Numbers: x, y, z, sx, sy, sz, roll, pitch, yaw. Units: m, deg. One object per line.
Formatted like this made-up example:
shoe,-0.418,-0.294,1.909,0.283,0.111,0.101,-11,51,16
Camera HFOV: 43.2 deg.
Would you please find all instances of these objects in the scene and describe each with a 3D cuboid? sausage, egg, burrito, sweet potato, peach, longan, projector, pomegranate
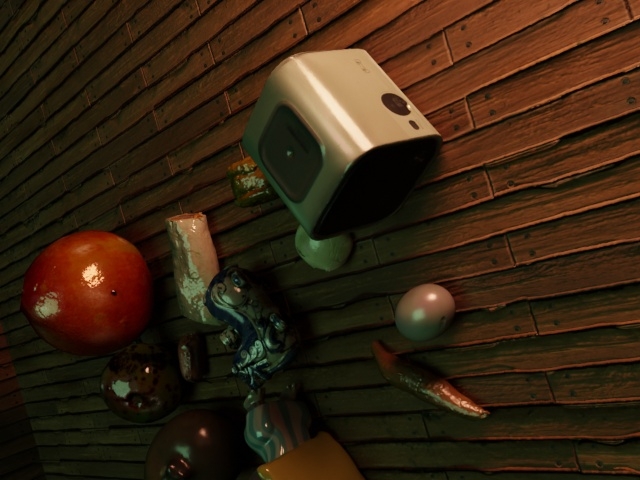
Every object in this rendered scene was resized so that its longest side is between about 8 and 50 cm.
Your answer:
sausage,-0.357,0.327,2.244,0.076,0.076,0.141,12,114,46
egg,0.197,0.138,1.530,0.135,0.103,0.103,-45,68,47
burrito,-0.324,0.076,2.104,0.143,0.105,0.299,-8,95,45
sweet potato,0.201,0.284,1.599,0.314,0.072,0.066,23,97,45
peach,-0.672,0.157,2.323,0.388,0.388,0.388,18,116,44
longan,-0.335,0.581,2.153,0.243,0.300,0.300,38,132,5
projector,0.035,-0.180,1.497,0.249,0.248,0.248,53,136,23
pomegranate,-0.502,0.413,2.361,0.242,0.306,0.242,-1,85,7

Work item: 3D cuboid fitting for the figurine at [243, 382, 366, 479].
figurine,-0.115,0.597,1.909,0.378,0.266,0.361,-55,48,33

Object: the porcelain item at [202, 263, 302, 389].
porcelain item,-0.170,0.198,1.898,0.186,0.138,0.288,-48,67,12

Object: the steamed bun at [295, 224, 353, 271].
steamed bun,0.000,0.000,1.718,0.130,0.091,0.112,46,131,29

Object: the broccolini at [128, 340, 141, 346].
broccolini,-0.639,0.291,2.570,0.071,0.057,0.254,-46,63,-2

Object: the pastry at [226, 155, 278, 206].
pastry,-0.108,-0.140,1.735,0.188,0.188,0.103,-19,91,50
